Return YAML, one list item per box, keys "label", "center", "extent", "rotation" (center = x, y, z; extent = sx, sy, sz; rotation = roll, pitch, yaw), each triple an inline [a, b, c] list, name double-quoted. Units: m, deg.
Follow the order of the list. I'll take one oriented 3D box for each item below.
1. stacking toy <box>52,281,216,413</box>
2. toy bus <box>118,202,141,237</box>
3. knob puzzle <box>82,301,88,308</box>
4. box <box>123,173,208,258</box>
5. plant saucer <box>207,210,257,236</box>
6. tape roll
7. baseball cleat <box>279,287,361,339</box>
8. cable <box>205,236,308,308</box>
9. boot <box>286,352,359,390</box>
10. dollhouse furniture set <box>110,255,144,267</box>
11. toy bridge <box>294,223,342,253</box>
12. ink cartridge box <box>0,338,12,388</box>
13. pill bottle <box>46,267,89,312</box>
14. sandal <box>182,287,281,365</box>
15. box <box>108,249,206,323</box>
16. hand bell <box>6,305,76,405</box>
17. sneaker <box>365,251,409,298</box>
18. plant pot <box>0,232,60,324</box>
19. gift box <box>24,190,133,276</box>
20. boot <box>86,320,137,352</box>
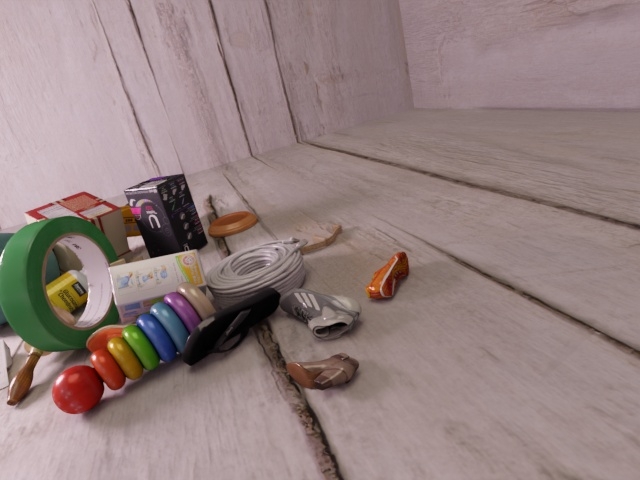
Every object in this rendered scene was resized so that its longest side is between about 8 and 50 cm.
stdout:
- label: "stacking toy"
  center: [-0.375, 0.230, 0.897]
  extent: [0.330, 0.141, 0.141]
  rotation: [-36, 30, -30]
- label: "toy bus"
  center: [-0.680, -0.091, 1.759]
  extent: [0.108, 0.130, 0.332]
  rotation: [1, 7, 35]
- label: "knob puzzle"
  center: [-0.636, 0.155, 1.341]
  extent: [0.213, 0.030, 0.213]
  rotation: [-12, 22, 5]
- label: "box"
  center: [-0.537, -0.079, 1.525]
  extent: [0.165, 0.271, 0.143]
  rotation: [-2, 25, 28]
- label: "plant saucer"
  center: [-0.347, -0.070, 1.707]
  extent: [0.199, 0.037, 0.200]
  rotation: [-12, 22, 5]
- label: "tape roll"
  center: [-0.610, 0.103, 1.056]
  extent: [0.077, 0.322, 0.321]
  rotation: [-11, 22, 10]
- label: "baseball cleat"
  center: [-0.019, 0.153, 0.917]
  extent: [0.205, 0.072, 0.109]
  rotation: [-4, 30, 33]
- label: "cable"
  center: [-0.168, 0.089, 1.141]
  extent: [0.257, 0.089, 0.257]
  rotation: [-7, 23, 19]
- label: "boot"
  center: [0.007, 0.225, 0.772]
  extent: [0.087, 0.042, 0.118]
  rotation: [-23, 24, -38]
- label: "dollhouse furniture set"
  center: [-0.429, 0.097, 1.151]
  extent: [0.181, 0.161, 0.101]
  rotation: [-26, 10, -26]
- label: "toy bridge"
  center: [0.000, 0.000, 1.337]
  extent: [0.188, 0.026, 0.063]
  rotation: [-30, 28, -33]
- label: "ink cartridge box"
  center: [-0.818, 0.331, 1.035]
  extent: [0.145, 0.045, 0.179]
  rotation: [-25, 42, -27]
- label: "pill bottle"
  center: [-0.739, 0.152, 1.278]
  extent: [0.103, 0.103, 0.184]
  rotation: [7, 40, 43]
- label: "sandal"
  center: [-0.178, 0.180, 0.929]
  extent: [0.054, 0.097, 0.254]
  rotation: [36, 49, 29]
- label: "box"
  center: [-0.388, 0.110, 1.056]
  extent: [0.203, 0.114, 0.103]
  rotation: [-13, 63, -22]
- label: "hand bell"
  center: [-0.663, 0.276, 1.006]
  extent: [0.126, 0.126, 0.242]
  rotation: [-15, 35, -4]
- label: "sneaker"
  center: [0.157, 0.075, 1.014]
  extent: [0.067, 0.064, 0.175]
  rotation: [-10, 17, 38]
- label: "plant pot"
  center: [-0.966, 0.107, 1.341]
  extent: [0.292, 0.293, 0.235]
  rotation: [2, 14, 35]
- label: "gift box"
  center: [-0.825, 0.016, 1.511]
  extent: [0.276, 0.258, 0.255]
  rotation: [26, 38, 29]
- label: "boot"
  center: [-0.471, 0.237, 1.007]
  extent: [0.157, 0.059, 0.085]
  rotation: [-14, 26, -2]
